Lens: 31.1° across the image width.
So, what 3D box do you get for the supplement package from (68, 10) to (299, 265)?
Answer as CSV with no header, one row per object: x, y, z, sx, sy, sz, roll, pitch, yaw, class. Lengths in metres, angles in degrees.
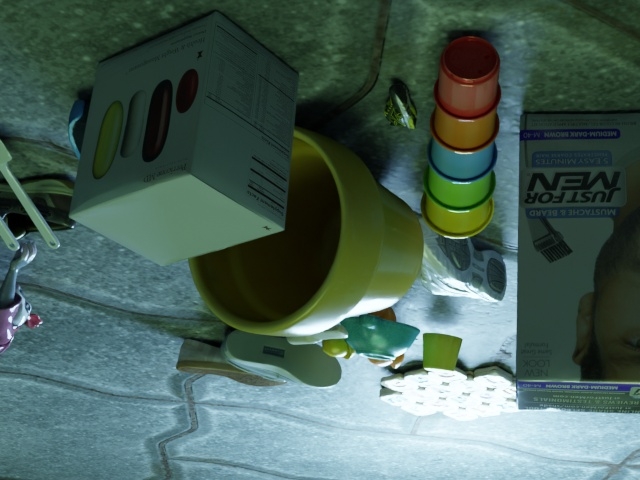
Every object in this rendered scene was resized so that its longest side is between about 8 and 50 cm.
-0.149,-0.107,1.278,0.194,0.203,0.149,-16,147,36,supplement package

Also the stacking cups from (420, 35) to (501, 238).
0.159,-0.119,1.339,0.096,0.096,0.316,1,151,8,stacking cups

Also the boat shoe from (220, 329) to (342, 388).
-0.074,0.215,2.088,0.227,0.079,0.081,18,161,-15,boat shoe

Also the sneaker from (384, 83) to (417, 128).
0.088,-0.153,1.338,0.035,0.031,0.083,-3,153,17,sneaker

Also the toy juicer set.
0.068,0.149,1.915,0.209,0.089,0.329,-2,165,43,toy juicer set

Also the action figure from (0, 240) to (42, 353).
-0.577,0.141,1.776,0.248,0.276,0.370,-10,170,37,action figure

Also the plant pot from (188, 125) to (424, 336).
0.000,0.000,1.453,0.254,0.254,0.239,-14,164,34,plant pot

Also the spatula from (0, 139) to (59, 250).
-0.458,-0.066,1.540,0.168,0.019,0.242,-10,128,19,spatula

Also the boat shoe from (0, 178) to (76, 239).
-0.435,-0.037,1.620,0.223,0.073,0.080,-6,152,22,boat shoe

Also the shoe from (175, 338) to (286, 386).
-0.158,0.227,2.138,0.219,0.058,0.076,12,155,-17,shoe

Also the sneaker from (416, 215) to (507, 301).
0.172,0.036,1.651,0.115,0.090,0.232,-9,150,34,sneaker

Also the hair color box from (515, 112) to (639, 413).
0.315,0.021,1.301,0.185,0.339,0.110,0,154,10,hair color box

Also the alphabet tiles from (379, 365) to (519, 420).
0.261,0.296,2.242,0.284,0.021,0.278,-17,147,38,alphabet tiles

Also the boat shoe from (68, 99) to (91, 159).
-0.235,-0.082,1.461,0.089,0.109,0.258,-5,155,12,boat shoe
